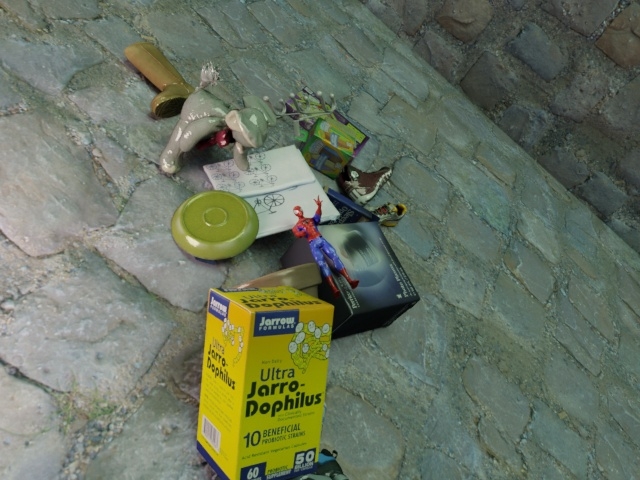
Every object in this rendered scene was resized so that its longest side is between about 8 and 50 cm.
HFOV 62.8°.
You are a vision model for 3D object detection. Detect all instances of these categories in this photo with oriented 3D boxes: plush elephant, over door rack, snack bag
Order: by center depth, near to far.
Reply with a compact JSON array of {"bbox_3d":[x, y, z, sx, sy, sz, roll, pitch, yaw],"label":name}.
[{"bbox_3d":[-0.268,-0.324,1.539,0.255,0.330,0.272,30,33,2],"label":"plush elephant"},{"bbox_3d":[-0.152,-0.149,1.581,0.323,0.037,0.342,-15,53,-20],"label":"snack bag"},{"bbox_3d":[-0.113,-0.458,1.862,0.324,0.240,0.108,-50,135,-51],"label":"over door rack"}]

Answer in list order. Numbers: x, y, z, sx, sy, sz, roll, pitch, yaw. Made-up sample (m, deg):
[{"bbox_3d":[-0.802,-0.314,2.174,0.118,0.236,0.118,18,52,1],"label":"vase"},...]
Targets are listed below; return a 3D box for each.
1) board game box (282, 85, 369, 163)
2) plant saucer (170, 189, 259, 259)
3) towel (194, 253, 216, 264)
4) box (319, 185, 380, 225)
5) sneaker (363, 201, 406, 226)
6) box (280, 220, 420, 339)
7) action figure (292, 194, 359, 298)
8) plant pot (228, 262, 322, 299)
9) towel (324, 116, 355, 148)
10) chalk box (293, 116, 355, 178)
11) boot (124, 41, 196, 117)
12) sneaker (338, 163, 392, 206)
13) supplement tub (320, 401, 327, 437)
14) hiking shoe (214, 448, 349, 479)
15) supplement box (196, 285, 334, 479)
[{"bbox_3d":[0.028,-0.474,2.138,0.347,0.056,0.208,39,36,-4],"label":"board game box"},{"bbox_3d":[-0.289,-0.056,1.443,0.241,0.037,0.241,4,54,-6],"label":"plant saucer"},{"bbox_3d":[-0.313,0.009,1.444,0.067,0.029,0.119,16,47,-22],"label":"towel"},{"bbox_3d":[0.073,-0.079,1.749,0.225,0.136,0.036,28,41,-16],"label":"box"},{"bbox_3d":[0.226,-0.105,1.930,0.225,0.092,0.088,-8,60,-42],"label":"sneaker"},{"bbox_3d":[0.088,0.113,1.559,0.294,0.183,0.296,-6,59,-40],"label":"box"},{"bbox_3d":[0.000,0.000,1.380,0.091,0.139,0.280,-27,65,-15],"label":"action figure"},{"bbox_3d":[-0.096,0.201,1.309,0.263,0.263,0.229,-15,82,-45],"label":"plant pot"},{"bbox_3d":[0.078,-0.427,2.081,0.148,0.027,0.110,24,44,-22],"label":"towel"},{"bbox_3d":[0.003,-0.354,1.942,0.213,0.132,0.132,28,41,-16],"label":"chalk box"},{"bbox_3d":[-0.540,-0.525,1.702,0.269,0.089,0.236,45,29,4],"label":"boot"},{"bbox_3d":[0.165,-0.251,1.992,0.162,0.106,0.281,44,40,-4],"label":"sneaker"},{"bbox_3d":[-0.027,0.437,1.261,0.071,0.071,0.107,30,41,-14],"label":"supplement tub"},{"bbox_3d":[-0.089,0.518,1.139,0.304,0.113,0.132,12,18,-23],"label":"hiking shoe"},{"bbox_3d":[-0.118,0.287,1.078,0.194,0.195,0.356,1,98,-35],"label":"supplement box"}]
